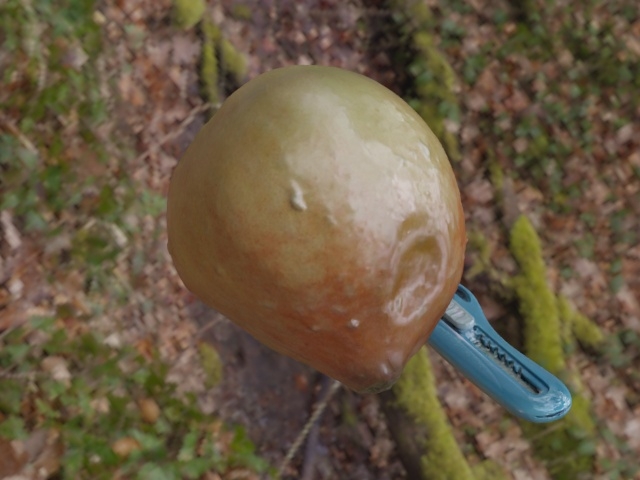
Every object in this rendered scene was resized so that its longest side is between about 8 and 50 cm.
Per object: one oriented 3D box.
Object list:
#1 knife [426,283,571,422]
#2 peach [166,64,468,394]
[{"bbox_3d":[0.127,0.081,1.071,0.222,0.064,0.031,44,-33,54],"label":"knife"},{"bbox_3d":[0.000,0.000,0.928,0.232,0.232,0.232,35,36,-31],"label":"peach"}]
